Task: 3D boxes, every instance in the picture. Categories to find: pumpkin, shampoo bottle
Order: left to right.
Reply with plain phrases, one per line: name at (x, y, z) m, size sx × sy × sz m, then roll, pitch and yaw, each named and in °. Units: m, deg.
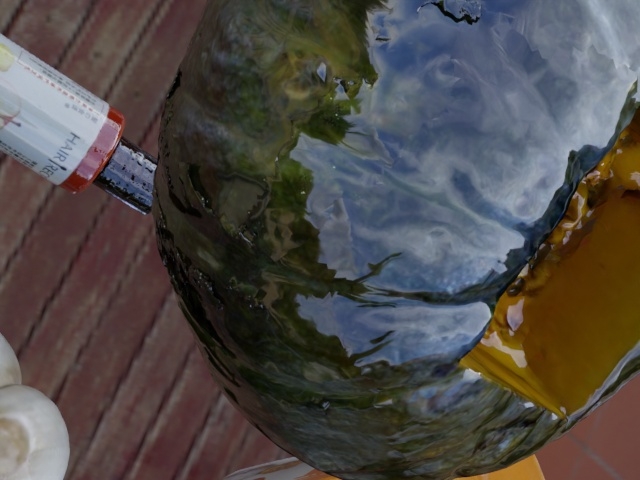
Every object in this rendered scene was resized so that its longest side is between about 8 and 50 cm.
shampoo bottle at (-0.282, -0.121, 1.454) m, size 0.278 × 0.104 × 0.104 m, roll 33°, pitch 74°, yaw -20°
pumpkin at (0.066, -0.030, 0.641) m, size 0.320 × 0.192 × 0.320 m, roll -25°, pitch 137°, yaw -26°

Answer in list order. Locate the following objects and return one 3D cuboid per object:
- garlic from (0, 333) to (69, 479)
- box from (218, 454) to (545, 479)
garlic at (-0.289, 0.106, 0.893) m, size 0.281 × 0.203 × 0.185 m, roll 22°, pitch 64°, yaw -16°
box at (0.026, 0.280, 1.331) m, size 0.225 × 0.341 × 0.143 m, roll -14°, pitch 87°, yaw -64°
